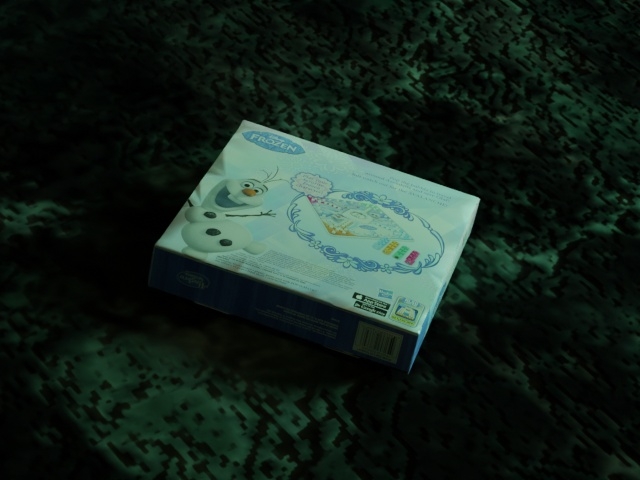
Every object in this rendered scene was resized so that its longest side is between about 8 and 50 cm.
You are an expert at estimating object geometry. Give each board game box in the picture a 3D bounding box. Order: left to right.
[{"bbox_3d":[0.000,0.000,0.632,0.090,0.020,0.090,19,35,8],"label":"board game box"}]
